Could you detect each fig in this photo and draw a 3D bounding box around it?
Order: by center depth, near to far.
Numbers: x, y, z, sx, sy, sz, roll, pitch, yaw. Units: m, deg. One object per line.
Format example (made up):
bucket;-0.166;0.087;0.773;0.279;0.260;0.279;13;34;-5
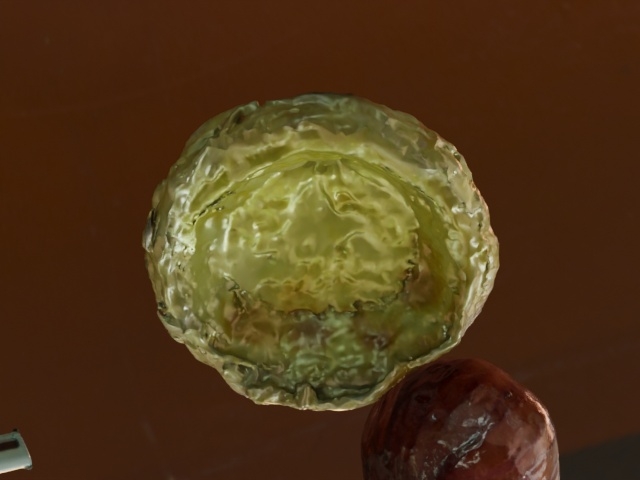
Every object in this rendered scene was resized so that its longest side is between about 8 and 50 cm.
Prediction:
fig;0.074;0.142;1.056;0.150;0.128;0.128;-41;117;4

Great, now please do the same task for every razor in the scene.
razor;-0.275;0.131;1.076;0.084;0.211;0.035;-6;97;-44

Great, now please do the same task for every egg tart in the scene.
egg tart;-0.001;0.000;0.989;0.213;0.090;0.212;-2;123;-3
